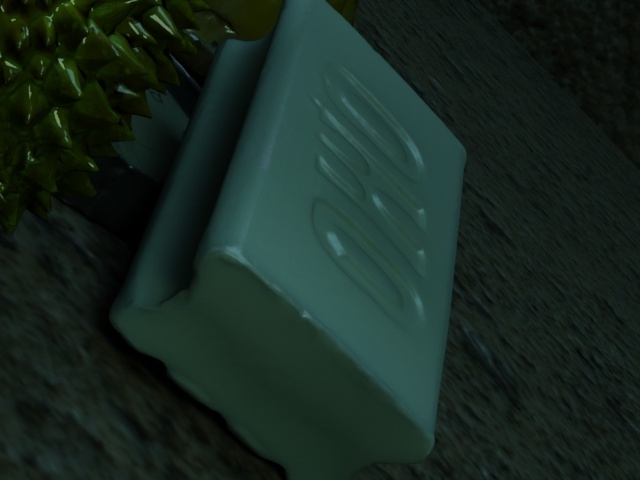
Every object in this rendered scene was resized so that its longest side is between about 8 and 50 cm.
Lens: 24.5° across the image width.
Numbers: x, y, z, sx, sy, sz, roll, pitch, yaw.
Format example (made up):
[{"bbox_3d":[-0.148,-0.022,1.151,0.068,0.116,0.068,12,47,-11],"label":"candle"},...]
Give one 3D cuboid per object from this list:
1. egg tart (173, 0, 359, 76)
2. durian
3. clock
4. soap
[{"bbox_3d":[-0.075,-0.276,1.153,0.388,0.169,0.388,38,34,-31],"label":"egg tart"},{"bbox_3d":[-0.148,-0.104,0.610,0.237,0.200,0.176,-109,173,-52],"label":"durian"},{"bbox_3d":[-0.131,-0.085,0.867,0.215,0.042,0.215,41,19,-17],"label":"clock"},{"bbox_3d":[-0.003,-0.007,0.800,0.160,0.087,0.265,44,31,-20],"label":"soap"}]
